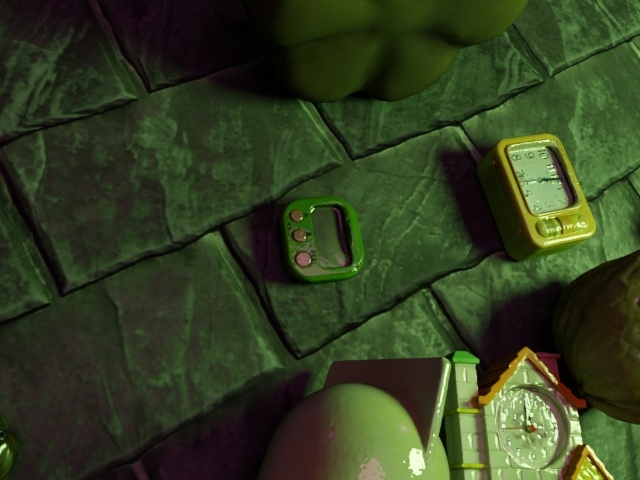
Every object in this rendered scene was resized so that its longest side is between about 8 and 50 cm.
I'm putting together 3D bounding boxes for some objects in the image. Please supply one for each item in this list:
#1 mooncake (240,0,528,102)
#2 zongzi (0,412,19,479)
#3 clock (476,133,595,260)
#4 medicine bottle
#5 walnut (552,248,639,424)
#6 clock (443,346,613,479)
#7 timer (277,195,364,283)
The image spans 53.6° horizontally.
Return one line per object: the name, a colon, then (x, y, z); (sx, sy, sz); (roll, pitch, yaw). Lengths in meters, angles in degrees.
mooncake: (0.085, -0.424, 0.965); (0.467, 0.467, 0.262); (-9, 68, -18)
zongzi: (-0.466, 0.352, 0.678); (0.286, 0.138, 0.300); (-11, 72, -23)
clock: (0.372, -0.077, 1.100); (0.143, 0.096, 0.202); (-11, 71, -16)
medicine bottle: (0.030, 0.334, 0.763); (0.235, 0.236, 0.406); (22, 65, -6)
walnut: (0.494, 0.138, 0.975); (0.282, 0.227, 0.283); (-16, 43, 16)
clock: (0.291, 0.287, 0.924); (0.219, 0.106, 0.255); (5, 67, -13)
timer: (0.000, 0.000, 0.995); (0.128, 0.047, 0.140); (-4, 70, -15)
